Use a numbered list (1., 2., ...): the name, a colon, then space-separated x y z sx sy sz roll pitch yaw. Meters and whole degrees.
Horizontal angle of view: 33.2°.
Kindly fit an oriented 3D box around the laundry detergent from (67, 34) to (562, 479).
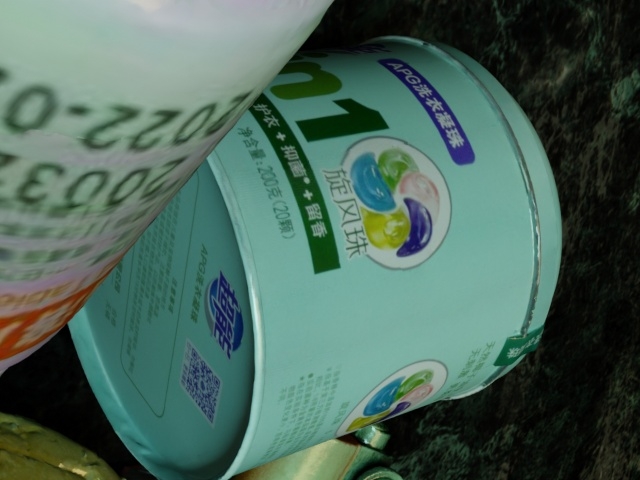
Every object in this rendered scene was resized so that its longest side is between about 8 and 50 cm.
1. laundry detergent: 0.000 0.000 0.788 0.305 0.287 0.287 -13 123 -34

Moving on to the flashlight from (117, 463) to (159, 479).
1. flashlight: -0.177 0.316 0.970 0.093 0.093 0.232 3 116 -42

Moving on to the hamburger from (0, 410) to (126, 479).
1. hamburger: -0.263 0.255 0.762 0.285 0.134 0.265 21 92 -27

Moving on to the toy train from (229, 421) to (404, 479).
1. toy train: -0.041 0.286 1.061 0.177 0.116 0.285 28 96 -34

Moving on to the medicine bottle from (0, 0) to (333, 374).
1. medicine bottle: -0.174 -0.057 0.473 0.219 0.219 0.388 1 147 -41
